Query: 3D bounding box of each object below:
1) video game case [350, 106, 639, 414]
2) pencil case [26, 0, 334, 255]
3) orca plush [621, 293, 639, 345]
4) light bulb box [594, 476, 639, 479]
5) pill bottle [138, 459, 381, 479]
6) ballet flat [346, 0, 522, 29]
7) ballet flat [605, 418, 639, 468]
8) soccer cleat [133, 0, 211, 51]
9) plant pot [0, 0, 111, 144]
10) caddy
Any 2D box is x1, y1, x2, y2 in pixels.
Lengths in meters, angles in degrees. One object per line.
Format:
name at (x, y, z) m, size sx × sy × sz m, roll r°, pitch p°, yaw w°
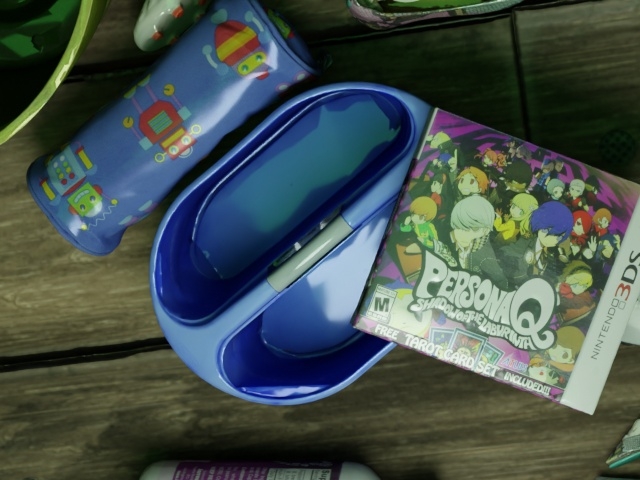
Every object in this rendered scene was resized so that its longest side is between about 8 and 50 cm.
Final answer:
video game case at (0.170, 0.019, 1.378) m, size 0.232 × 0.042 × 0.210 m, roll 21°, pitch 92°, yaw -3°
pencil case at (-0.139, -0.118, 1.495) m, size 0.306 × 0.133 × 0.119 m, roll -39°, pitch 98°, yaw 12°
orca plush at (0.296, 0.035, 1.487) m, size 0.287 × 0.151 × 0.102 m, roll 12°, pitch 70°, yaw 7°
light bulb box at (0.412, 0.389, 1.381) m, size 0.358 × 0.361 × 0.225 m, roll 4°, pitch 102°, yaw 9°
pill bottle at (-0.027, 0.302, 1.535) m, size 0.302 × 0.169 × 0.169 m, roll 0°, pitch 100°, yaw 6°
ballet flat at (0.131, -0.248, 1.467) m, size 0.222 × 0.079 × 0.076 m, roll -13°, pitch 97°, yaw 8°
ballet flat at (0.334, 0.192, 1.544) m, size 0.114 × 0.041 × 0.041 m, roll -20°, pitch 97°, yaw 9°
soccer cleat at (-0.125, -0.272, 1.506) m, size 0.076 × 0.068 × 0.196 m, roll 43°, pitch 104°, yaw 19°
plant pot at (-0.335, -0.255, 1.381) m, size 0.367 × 0.353 × 0.366 m, roll 1°, pitch 99°, yaw 6°
caddy at (0.000, 0.000, 1.475) m, size 0.341 × 0.179 × 0.241 m, roll -41°, pitch 92°, yaw 12°
